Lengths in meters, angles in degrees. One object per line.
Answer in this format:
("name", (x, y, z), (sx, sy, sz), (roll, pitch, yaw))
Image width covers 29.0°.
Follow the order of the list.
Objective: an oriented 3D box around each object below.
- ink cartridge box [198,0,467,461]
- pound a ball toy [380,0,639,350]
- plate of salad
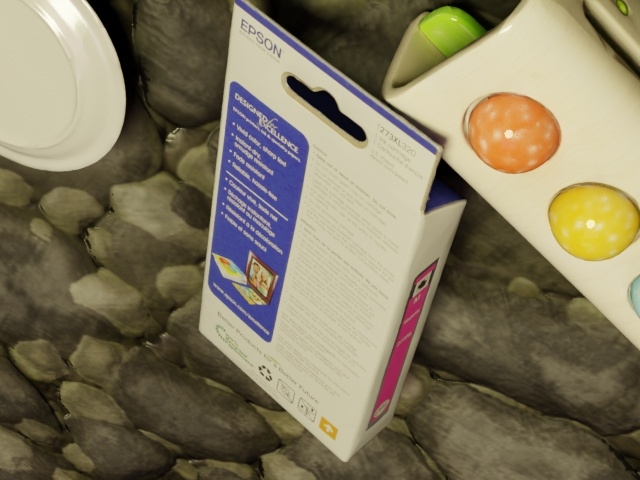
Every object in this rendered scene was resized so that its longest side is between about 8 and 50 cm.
("ink cartridge box", (0.000, 0.000, 0.889), (0.176, 0.069, 0.371), (40, 147, 21))
("pound a ball toy", (0.186, -0.072, 0.731), (0.319, 0.136, 0.208), (42, 136, -21))
("plate of salad", (-0.225, -0.139, 0.909), (0.200, 0.048, 0.200), (16, 132, 19))
